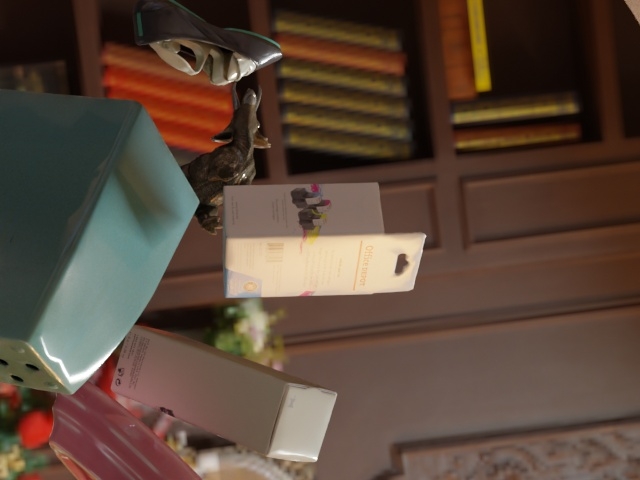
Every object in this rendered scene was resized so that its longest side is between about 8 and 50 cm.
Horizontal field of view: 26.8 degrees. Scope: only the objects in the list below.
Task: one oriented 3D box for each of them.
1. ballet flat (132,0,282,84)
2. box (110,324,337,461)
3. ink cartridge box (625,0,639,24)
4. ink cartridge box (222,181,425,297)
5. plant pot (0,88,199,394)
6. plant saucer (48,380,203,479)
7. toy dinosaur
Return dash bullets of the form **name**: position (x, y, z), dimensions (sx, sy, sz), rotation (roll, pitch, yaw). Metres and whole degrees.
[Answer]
- **ballet flat**: position (-0.129, -0.215, 1.519), dimensions (0.074, 0.203, 0.074), rotation (-18, -115, 43)
- **box**: position (-0.124, 0.188, 1.676), dimensions (0.113, 0.275, 0.094), rotation (19, 88, -52)
- **ink cartridge box**: position (0.316, -0.256, 0.900), dimensions (0.100, 0.237, 0.172), rotation (57, -7, -1)
- **ink cartridge box**: position (0.000, 0.000, 1.255), dimensions (0.104, 0.181, 0.061), rotation (98, -11, -55)
- **plant pot**: position (-0.246, 0.010, 1.222), dimensions (0.165, 0.165, 0.234), rotation (64, 39, -54)
- **plant saucer**: position (-0.224, 0.312, 1.686), dimensions (0.332, 0.084, 0.332), rotation (38, -19, 16)
- **toy dinosaur**: position (-0.175, -0.080, 2.010), dimensions (0.121, 0.313, 0.160), rotation (43, 14, -25)
